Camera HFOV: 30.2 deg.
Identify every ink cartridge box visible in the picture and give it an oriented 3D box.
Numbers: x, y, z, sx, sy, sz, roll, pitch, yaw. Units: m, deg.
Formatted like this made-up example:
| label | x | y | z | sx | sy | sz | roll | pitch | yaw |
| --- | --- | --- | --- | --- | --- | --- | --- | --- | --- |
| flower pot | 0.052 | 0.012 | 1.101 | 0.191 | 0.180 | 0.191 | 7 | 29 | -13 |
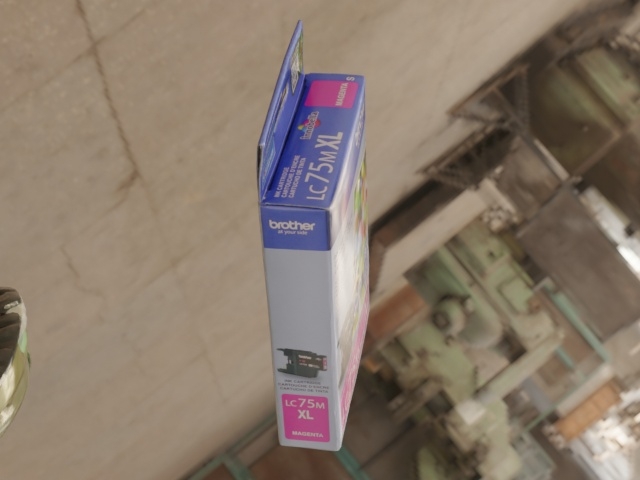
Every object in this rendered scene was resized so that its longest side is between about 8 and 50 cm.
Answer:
| label | x | y | z | sx | sy | sz | roll | pitch | yaw |
| --- | --- | --- | --- | --- | --- | --- | --- | --- | --- |
| ink cartridge box | 0.000 | 0.000 | 0.970 | 0.186 | 0.065 | 0.311 | -75 | 164 | -50 |

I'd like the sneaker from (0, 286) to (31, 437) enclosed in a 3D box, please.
| label | x | y | z | sx | sy | sz | roll | pitch | yaw |
| --- | --- | --- | --- | --- | --- | --- | --- | --- | --- |
| sneaker | -0.233 | 0.132 | 0.703 | 0.158 | 0.182 | 0.410 | -22 | -173 | -19 |
